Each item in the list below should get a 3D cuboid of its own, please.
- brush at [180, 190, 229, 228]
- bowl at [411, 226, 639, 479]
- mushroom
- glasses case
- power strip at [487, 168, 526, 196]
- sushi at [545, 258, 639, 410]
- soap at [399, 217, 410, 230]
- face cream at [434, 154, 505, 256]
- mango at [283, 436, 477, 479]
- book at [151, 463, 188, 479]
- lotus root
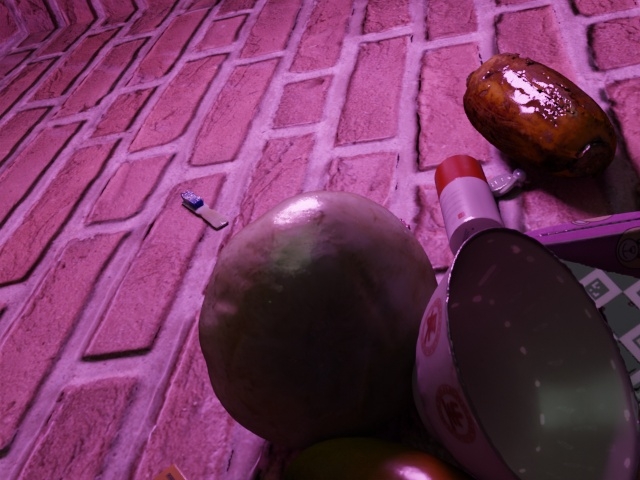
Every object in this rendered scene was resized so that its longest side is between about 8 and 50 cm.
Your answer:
[{"bbox_3d":[-0.255,-0.071,1.603,0.033,0.030,0.178,-25,34,-26],"label":"brush"},{"bbox_3d":[0.213,0.166,0.872,0.157,0.337,0.337,-33,20,42],"label":"bowl"},{"bbox_3d":[0.003,0.108,0.999,0.352,0.352,0.260,-27,15,-12],"label":"mushroom"},{"bbox_3d":[0.406,0.028,1.091,0.316,0.123,0.076,-10,35,11],"label":"glasses case"},{"bbox_3d":[0.349,-0.104,1.383,0.083,0.035,0.055,-27,33,11],"label":"power strip"},{"bbox_3d":[0.336,0.146,0.998,0.219,0.047,0.231,15,72,30],"label":"sushi"},{"bbox_3d":[0.064,0.042,1.245,0.162,0.099,0.250,2,40,27],"label":"soap"},{"bbox_3d":[0.260,-0.061,1.299,0.095,0.096,0.214,-12,35,9],"label":"face cream"},{"bbox_3d":[0.094,0.305,0.844,0.289,0.129,0.146,25,66,42],"label":"mango"},{"bbox_3d":[-0.241,0.388,0.986,0.172,0.012,0.118,-34,39,-22],"label":"book"},{"bbox_3d":[0.402,-0.238,1.397,0.179,0.196,0.397,-51,39,15],"label":"lotus root"}]
